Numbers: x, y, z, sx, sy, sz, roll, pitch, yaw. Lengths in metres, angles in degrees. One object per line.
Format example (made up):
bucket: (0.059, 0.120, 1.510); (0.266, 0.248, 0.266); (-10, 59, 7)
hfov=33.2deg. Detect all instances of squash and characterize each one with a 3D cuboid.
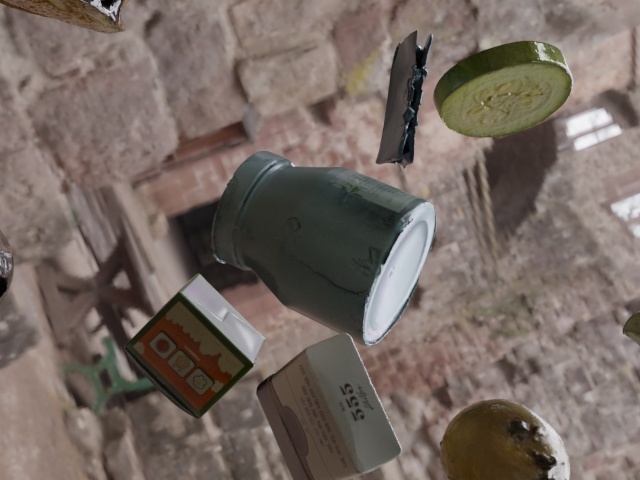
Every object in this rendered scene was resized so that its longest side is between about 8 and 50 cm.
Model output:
squash: (0.332, -0.266, 1.958); (0.252, 0.252, 0.048); (78, -1, -63)

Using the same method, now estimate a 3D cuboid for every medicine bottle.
medicine bottle: (0.000, 0.000, 1.671); (0.290, 0.245, 0.245); (24, -24, 19)

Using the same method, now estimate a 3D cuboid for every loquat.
loquat: (0.247, 0.290, 1.402); (0.172, 0.149, 0.204); (45, -13, -28)

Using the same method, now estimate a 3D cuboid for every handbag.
handbag: (0.147, -0.236, 1.830); (0.144, 0.057, 0.221); (175, -74, -84)

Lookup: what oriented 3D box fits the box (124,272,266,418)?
box: (-0.212, 0.179, 1.844); (0.177, 0.148, 0.195); (44, 8, -4)

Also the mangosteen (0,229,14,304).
mangosteen: (-0.528, 0.028, 1.403); (0.243, 0.243, 0.243); (159, -90, -85)

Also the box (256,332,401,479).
box: (0.002, 0.228, 1.378); (0.168, 0.071, 0.259); (65, -24, 11)

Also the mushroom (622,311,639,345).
mushroom: (0.492, 0.152, 1.283); (0.087, 0.333, 0.107); (26, -78, 61)

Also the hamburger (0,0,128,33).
hamburger: (-0.281, -0.314, 1.072); (0.244, 0.244, 0.163); (-147, -103, -82)
